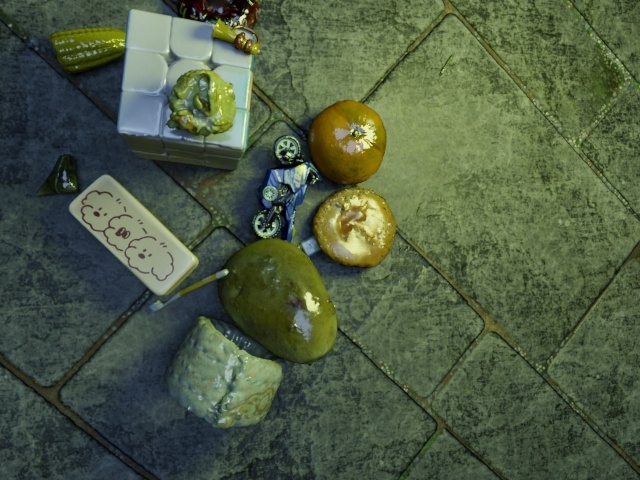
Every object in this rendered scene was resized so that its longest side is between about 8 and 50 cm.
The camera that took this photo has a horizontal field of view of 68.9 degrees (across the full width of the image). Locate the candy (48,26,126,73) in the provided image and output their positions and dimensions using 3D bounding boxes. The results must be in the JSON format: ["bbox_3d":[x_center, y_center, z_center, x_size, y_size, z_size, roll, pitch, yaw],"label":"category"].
[{"bbox_3d":[-0.594,-0.510,1.228,0.198,0.094,0.106,-22,88,-18],"label":"candy"}]

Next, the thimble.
[{"bbox_3d":[-0.238,0.336,1.198,0.291,0.291,0.195,28,85,-11],"label":"thimble"}]

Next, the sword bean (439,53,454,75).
[{"bbox_3d":[0.404,-0.562,1.491,0.012,0.012,0.083,34,84,-10],"label":"sword bean"}]

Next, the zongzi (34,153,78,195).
[{"bbox_3d":[-0.700,-0.172,1.226,0.113,0.052,0.104,-7,83,0],"label":"zongzi"}]

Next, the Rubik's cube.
[{"bbox_3d":[-0.327,-0.357,1.182,0.291,0.291,0.291,6,88,-12],"label":"Rubik's cube"}]

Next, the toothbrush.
[{"bbox_3d":[-0.352,0.131,1.227,0.288,0.021,0.024,-26,113,25],"label":"toothbrush"}]

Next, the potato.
[{"bbox_3d":[-0.096,0.157,1.242,0.359,0.219,0.270,40,77,14],"label":"potato"}]

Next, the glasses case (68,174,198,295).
[{"bbox_3d":[-0.487,-0.012,1.228,0.336,0.076,0.144,43,79,0],"label":"glasses case"}]

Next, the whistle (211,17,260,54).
[{"bbox_3d":[-0.186,-0.457,1.052,0.109,0.057,0.046,20,130,-19],"label":"whistle"}]

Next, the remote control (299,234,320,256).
[{"bbox_3d":[0.000,0.000,1.391,0.124,0.018,0.053,-31,97,-11],"label":"remote control"}]

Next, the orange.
[{"bbox_3d":[0.081,-0.280,1.334,0.240,0.171,0.240,0,91,-13],"label":"orange"}]

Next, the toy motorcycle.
[{"bbox_3d":[-0.092,-0.134,1.329,0.168,0.113,0.316,15,95,-21],"label":"toy motorcycle"}]

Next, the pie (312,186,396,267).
[{"bbox_3d":[0.107,-0.039,1.382,0.273,0.069,0.274,5,77,-21],"label":"pie"}]

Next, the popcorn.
[{"bbox_3d":[-0.249,-0.292,0.993,0.141,0.162,0.136,6,51,-34],"label":"popcorn"}]

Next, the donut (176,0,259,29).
[{"bbox_3d":[-0.285,-0.665,1.299,0.235,0.089,0.235,0,89,-11],"label":"donut"}]
